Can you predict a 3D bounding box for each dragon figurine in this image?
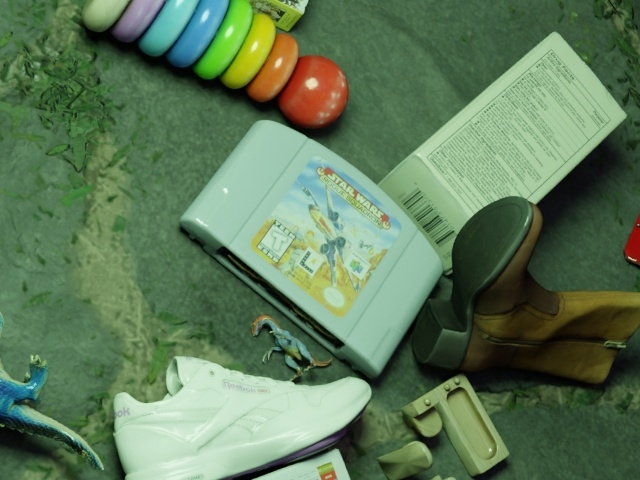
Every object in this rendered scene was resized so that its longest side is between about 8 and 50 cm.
[{"bbox_3d":[-0.357,0.157,1.462,0.144,0.085,0.289,-38,90,-31],"label":"dragon figurine"}]

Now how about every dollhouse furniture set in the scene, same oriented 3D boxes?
[{"bbox_3d":[0.163,0.237,1.655,0.151,0.123,0.144,-27,85,-30],"label":"dollhouse furniture set"}]

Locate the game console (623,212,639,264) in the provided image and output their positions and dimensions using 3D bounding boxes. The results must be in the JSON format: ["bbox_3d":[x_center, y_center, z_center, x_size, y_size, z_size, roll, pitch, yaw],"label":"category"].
[{"bbox_3d":[0.491,0.008,1.956,0.124,0.085,0.144,53,54,-37],"label":"game console"}]

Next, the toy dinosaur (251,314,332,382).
[{"bbox_3d":[-0.042,0.121,1.663,0.082,0.047,0.090,60,26,14],"label":"toy dinosaur"}]

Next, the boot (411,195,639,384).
[{"bbox_3d":[0.283,0.070,1.698,0.280,0.264,0.096,8,33,-23],"label":"boot"}]

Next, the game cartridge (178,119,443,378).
[{"bbox_3d":[0.000,0.000,1.707,0.297,0.062,0.198,39,65,-8],"label":"game cartridge"}]

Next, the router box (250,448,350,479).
[{"bbox_3d":[-0.082,0.415,1.501,0.335,0.082,0.301,-16,79,-29],"label":"router box"}]

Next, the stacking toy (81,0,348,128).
[{"bbox_3d":[-0.108,-0.238,1.700,0.330,0.141,0.141,28,62,-18],"label":"stacking toy"}]

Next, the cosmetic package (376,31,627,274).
[{"bbox_3d":[0.228,-0.111,1.808,0.296,0.129,0.153,-39,89,-30],"label":"cosmetic package"}]

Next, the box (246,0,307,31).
[{"bbox_3d":[-0.122,-0.350,1.771,0.232,0.058,0.087,22,64,-16],"label":"box"}]

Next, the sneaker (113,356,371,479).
[{"bbox_3d":[-0.082,0.181,1.565,0.305,0.114,0.152,-15,80,-29],"label":"sneaker"}]
